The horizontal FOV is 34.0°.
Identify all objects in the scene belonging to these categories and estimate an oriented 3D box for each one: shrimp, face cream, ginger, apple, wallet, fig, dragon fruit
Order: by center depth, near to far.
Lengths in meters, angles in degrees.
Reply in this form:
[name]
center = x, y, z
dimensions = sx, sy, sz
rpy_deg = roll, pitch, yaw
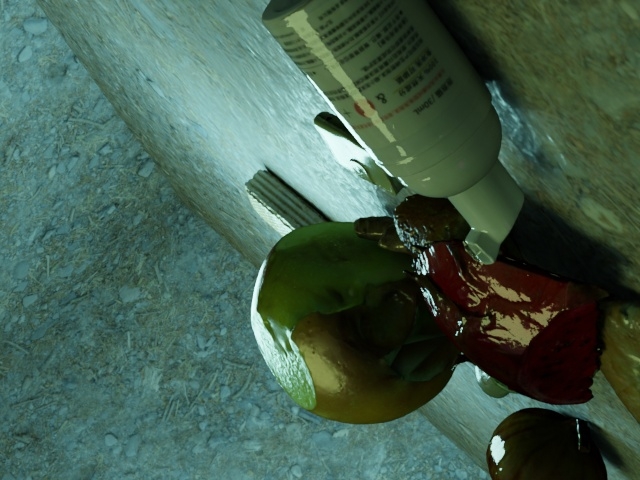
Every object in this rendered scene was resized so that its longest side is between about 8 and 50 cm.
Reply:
[face cream]
center = 0.106, -0.137, 1.107
dimensions = 0.370, 0.145, 0.145
rpy_deg = 49, 170, -25
[shrimp]
center = 0.500, 0.237, 1.271
dimensions = 0.445, 0.085, 0.272
rpy_deg = 50, 165, -4
[dragon fruit]
center = 0.226, 0.117, 1.357
dimensions = 0.282, 0.100, 0.343
rpy_deg = 27, 159, 27
[wallet]
center = 0.065, -0.136, 1.602
dimensions = 0.155, 0.039, 0.110
rpy_deg = 35, 163, 44
[ginger]
center = 0.158, 0.013, 1.742
dimensions = 0.089, 0.075, 0.288
rpy_deg = -1, -158, -38
[apple]
center = 0.063, 0.147, 1.857
dimensions = 0.384, 0.374, 0.374
rpy_deg = 36, 174, -19
[fig]
center = 0.432, 0.422, 1.979
dimensions = 0.235, 0.214, 0.235
rpy_deg = 21, -178, -1

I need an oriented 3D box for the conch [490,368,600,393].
[conch]
center = 0.324, 0.183, 1.625
dimensions = 0.175, 0.122, 0.188
rpy_deg = 21, 175, -4

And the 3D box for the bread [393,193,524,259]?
[bread]
center = 0.188, 0.001, 1.460
dimensions = 0.132, 0.103, 0.172
rpy_deg = 49, 170, -24

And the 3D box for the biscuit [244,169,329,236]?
[biscuit]
center = 0.000, 0.000, 2.327
dimensions = 0.426, 0.078, 0.144
rpy_deg = 39, 168, 26

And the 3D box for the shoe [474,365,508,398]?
[shoe]
center = 0.320, 0.229, 1.892
dimensions = 0.103, 0.100, 0.251
rpy_deg = 43, 173, 17
